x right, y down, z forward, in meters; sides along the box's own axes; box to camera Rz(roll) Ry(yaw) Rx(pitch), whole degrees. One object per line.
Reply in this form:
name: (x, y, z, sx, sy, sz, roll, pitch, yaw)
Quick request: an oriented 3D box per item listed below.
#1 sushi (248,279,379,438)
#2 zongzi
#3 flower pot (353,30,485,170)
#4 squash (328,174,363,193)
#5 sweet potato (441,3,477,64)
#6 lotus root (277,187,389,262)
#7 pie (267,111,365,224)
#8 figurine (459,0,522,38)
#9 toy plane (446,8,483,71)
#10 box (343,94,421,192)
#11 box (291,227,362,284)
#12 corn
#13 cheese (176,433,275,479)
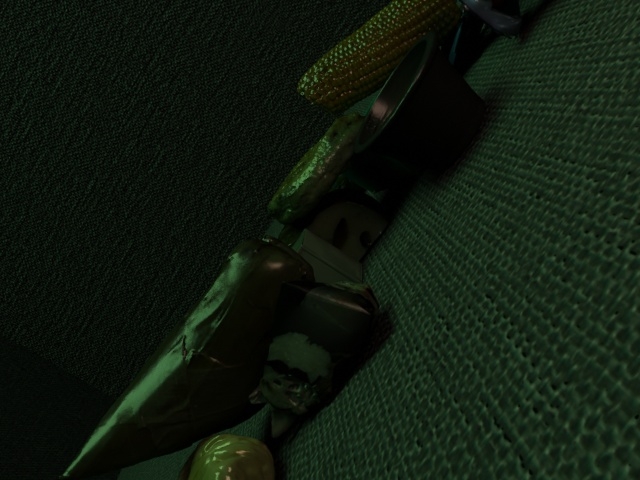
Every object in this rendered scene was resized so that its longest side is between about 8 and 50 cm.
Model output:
sushi: (-0.008, 0.170, 0.973, 0.109, 0.134, 0.273, -42, -27, -61)
zongzi: (-0.187, 0.174, 0.999, 0.393, 0.174, 0.356, -16, -43, -50)
flower pot: (0.177, -0.212, 1.101, 0.235, 0.148, 0.235, -55, 13, 20)
squash: (0.018, -0.038, 1.567, 0.087, 0.087, 0.331, -43, 19, 58)
sweet potato: (0.298, -0.423, 1.441, 0.075, 0.075, 0.269, 178, 115, -79)
lotus root: (0.008, -0.013, 1.352, 0.267, 0.149, 0.260, -51, 11, 17)
pie: (-0.006, -0.136, 1.279, 0.277, 0.078, 0.277, -49, 7, 8)
figurine: (0.353, -0.546, 1.029, 0.388, 0.248, 0.276, -46, 54, 37)
toy plane: (0.305, -0.432, 1.329, 0.169, 0.078, 0.246, -40, -38, -58)
box: (0.154, -0.226, 1.367, 0.205, 0.118, 0.311, -61, 10, -9)
box: (-0.038, 0.109, 1.212, 0.225, 0.129, 0.086, -54, 10, 20)
corn: (0.129, -0.402, 1.394, 0.387, 0.144, 0.144, -38, 11, 3)
cheese: (-0.151, 0.391, 0.945, 0.226, 0.117, 0.214, -66, 15, -19)
